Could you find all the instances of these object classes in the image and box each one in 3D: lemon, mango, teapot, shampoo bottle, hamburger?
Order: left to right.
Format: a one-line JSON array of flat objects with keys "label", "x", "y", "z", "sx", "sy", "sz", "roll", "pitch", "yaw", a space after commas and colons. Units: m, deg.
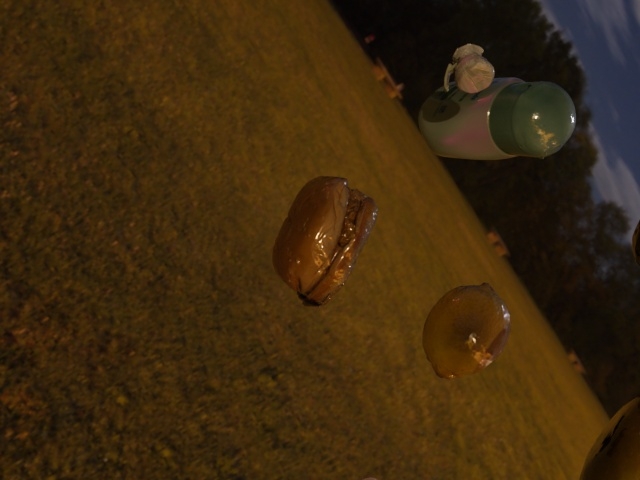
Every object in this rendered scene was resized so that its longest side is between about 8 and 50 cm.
[{"label": "hamburger", "x": 0.000, "y": 0.000, "z": 1.709, "sx": 0.158, "sy": 0.319, "sz": 0.318, "roll": 24, "pitch": 24, "yaw": -13}, {"label": "lemon", "x": 0.356, "y": 0.223, "z": 1.922, "sx": 0.204, "sy": 0.260, "sz": 0.204, "roll": 30, "pitch": 1, "yaw": 0}, {"label": "teapot", "x": 0.236, "y": -0.276, "z": 1.267, "sx": 0.064, "sy": 0.083, "sz": 0.064, "roll": 46, "pitch": 28, "yaw": -47}, {"label": "shampoo bottle", "x": 0.363, "y": -0.247, "z": 1.592, "sx": 0.349, "sy": 0.222, "sz": 0.151, "roll": 20, "pitch": -41, "yaw": 61}, {"label": "mango", "x": 0.474, "y": 0.320, "z": 1.117, "sx": 0.182, "sy": 0.253, "sz": 0.365, "roll": 32, "pitch": 7, "yaw": 9}]

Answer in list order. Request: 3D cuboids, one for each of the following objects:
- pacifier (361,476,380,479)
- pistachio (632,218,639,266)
[{"label": "pacifier", "x": 0.109, "y": 0.512, "z": 1.530, "sx": 0.078, "sy": 0.081, "sz": 0.099, "roll": 3, "pitch": -62, "yaw": 60}, {"label": "pistachio", "x": 0.393, "y": -0.015, "z": 0.744, "sx": 0.165, "sy": 0.210, "sz": 0.130, "roll": -38, "pitch": 107, "yaw": -32}]
